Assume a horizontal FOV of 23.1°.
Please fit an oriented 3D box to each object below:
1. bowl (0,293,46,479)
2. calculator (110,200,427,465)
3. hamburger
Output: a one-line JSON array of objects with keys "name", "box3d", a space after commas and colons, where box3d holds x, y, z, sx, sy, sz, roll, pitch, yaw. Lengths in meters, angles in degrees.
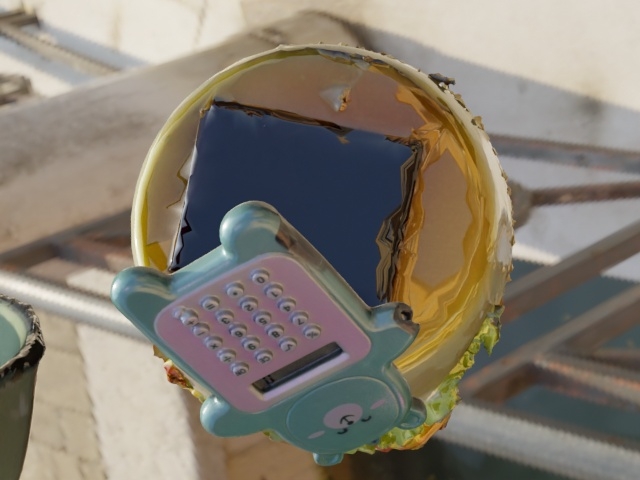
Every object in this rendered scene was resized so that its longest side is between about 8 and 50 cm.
[{"name": "bowl", "box3d": [-0.335, 0.148, 0.918, 0.354, 0.354, 0.185, 12, 109, 42]}, {"name": "calculator", "box3d": [-0.013, 0.041, 0.584, 0.094, 0.141, 0.019, -29, 42, 15]}, {"name": "hamburger", "box3d": [0.000, 0.000, 1.112, 0.276, 0.179, 0.294, 9, 83, 6]}]
